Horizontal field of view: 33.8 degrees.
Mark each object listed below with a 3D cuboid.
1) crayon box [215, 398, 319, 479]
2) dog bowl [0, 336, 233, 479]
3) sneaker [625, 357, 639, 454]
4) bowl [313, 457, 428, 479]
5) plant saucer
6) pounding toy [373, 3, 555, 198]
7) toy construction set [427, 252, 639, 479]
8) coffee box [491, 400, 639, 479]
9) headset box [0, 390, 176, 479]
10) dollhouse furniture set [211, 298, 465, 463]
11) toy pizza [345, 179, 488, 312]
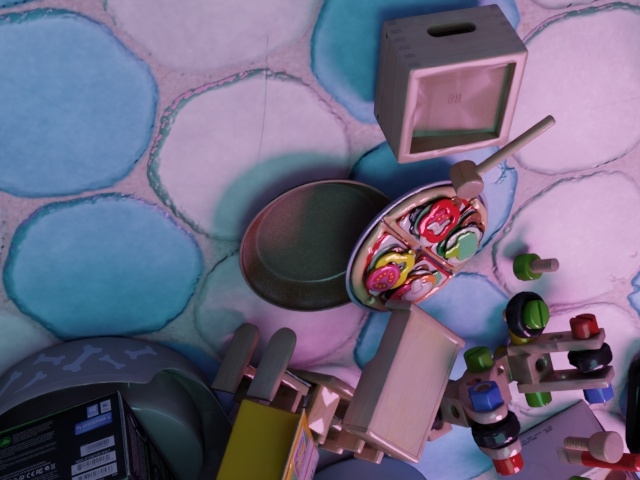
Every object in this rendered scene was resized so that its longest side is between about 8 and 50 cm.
[{"bbox_3d":[-0.074,0.316,1.265,0.083,0.203,0.323,15,161,8],"label":"crayon box"},{"bbox_3d":[-0.277,0.264,1.336,0.348,0.102,0.349,-8,130,-10],"label":"dog bowl"},{"bbox_3d":[0.613,0.195,1.482,0.257,0.169,0.447,19,124,-31],"label":"sneaker"},{"bbox_3d":[0.066,0.433,1.531,0.311,0.163,0.312,-8,130,-9],"label":"bowl"},{"bbox_3d":[0.000,0.000,1.237,0.198,0.036,0.199,-7,130,-9],"label":"plant saucer"},{"bbox_3d":[0.154,-0.145,1.129,0.181,0.094,0.206,-11,140,-13],"label":"pounding toy"},{"bbox_3d":[0.250,0.214,1.395,0.309,0.257,0.237,47,151,-23],"label":"toy construction set"},{"bbox_3d":[0.411,0.400,1.629,0.168,0.119,0.297,-33,130,11],"label":"coffee box"},{"bbox_3d":[-0.290,0.347,1.246,0.246,0.131,0.283,-20,131,1],"label":"headset box"},{"bbox_3d":[0.033,0.163,1.302,0.212,0.242,0.161,36,68,-36],"label":"dollhouse furniture set"},{"bbox_3d":[0.120,0.015,1.245,0.201,0.032,0.201,-22,139,-20],"label":"toy pizza"}]
